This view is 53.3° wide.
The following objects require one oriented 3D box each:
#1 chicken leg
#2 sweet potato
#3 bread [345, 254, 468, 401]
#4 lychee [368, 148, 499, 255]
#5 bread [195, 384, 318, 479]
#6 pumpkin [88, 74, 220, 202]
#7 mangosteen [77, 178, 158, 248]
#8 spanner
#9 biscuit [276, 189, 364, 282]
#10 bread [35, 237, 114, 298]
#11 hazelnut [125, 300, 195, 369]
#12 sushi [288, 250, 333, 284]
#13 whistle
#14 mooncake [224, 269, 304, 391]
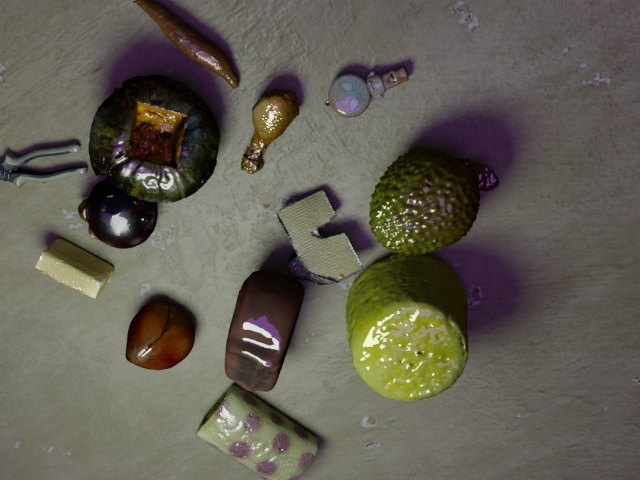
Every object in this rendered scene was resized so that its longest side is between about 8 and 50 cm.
[{"bbox_3d":[-0.139,-0.275,1.624,0.107,0.087,0.251,30,118,3],"label":"chicken leg"},{"bbox_3d":[-0.321,-0.483,1.553,0.314,0.072,0.066,35,124,-13],"label":"sweet potato"},{"bbox_3d":[0.230,0.238,1.692,0.348,0.308,0.348,2,115,5],"label":"bread"},{"bbox_3d":[0.267,-0.099,1.581,0.270,0.270,0.320,34,75,-10],"label":"lychee"},{"bbox_3d":[-0.193,0.602,1.947,0.338,0.155,0.187,37,105,-11],"label":"bread"},{"bbox_3d":[-0.401,-0.248,1.564,0.320,0.192,0.320,0,91,-16],"label":"pumpkin"},{"bbox_3d":[-0.543,-0.073,1.686,0.230,0.194,0.194,-2,115,31],"label":"mangosteen"},{"bbox_3d":[-0.789,-0.194,1.715,0.325,0.040,0.095,-8,111,5],"label":"spanner"},{"bbox_3d":[0.000,0.000,1.697,0.147,0.046,0.250,-29,88,-3],"label":"biscuit"},{"bbox_3d":[-0.679,0.079,1.774,0.188,0.125,0.068,30,110,-9],"label":"bread"},{"bbox_3d":[-0.463,0.282,1.804,0.208,0.208,0.208,1,112,3],"label":"hazelnut"},{"bbox_3d":[-0.013,0.069,1.759,0.150,0.078,0.090,7,106,1],"label":"sushi"},{"bbox_3d":[0.111,-0.375,1.584,0.220,0.057,0.107,-21,96,7],"label":"whistle"},{"bbox_3d":[-0.159,0.244,1.710,0.174,0.326,0.334,19,90,-1],"label":"mooncake"}]
